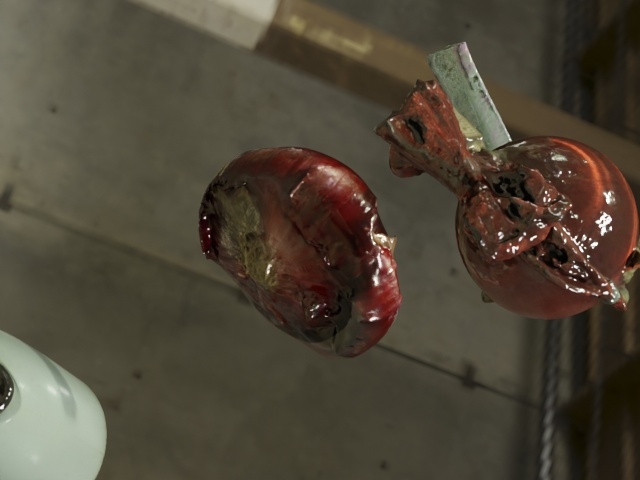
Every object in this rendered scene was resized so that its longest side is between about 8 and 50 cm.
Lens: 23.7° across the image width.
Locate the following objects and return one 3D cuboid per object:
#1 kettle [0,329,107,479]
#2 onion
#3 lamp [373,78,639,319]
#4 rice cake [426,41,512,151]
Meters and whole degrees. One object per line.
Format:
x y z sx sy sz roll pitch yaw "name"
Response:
-0.346 0.162 1.442 0.236 0.221 0.161 54 46 -64 "kettle"
0.000 0.000 1.771 0.195 0.272 0.272 -44 -179 -31 "onion"
0.169 -0.033 1.251 0.151 0.223 0.215 -41 -129 -6 "lamp"
0.164 -0.091 1.468 0.043 0.211 0.034 -26 179 8 "rice cake"
